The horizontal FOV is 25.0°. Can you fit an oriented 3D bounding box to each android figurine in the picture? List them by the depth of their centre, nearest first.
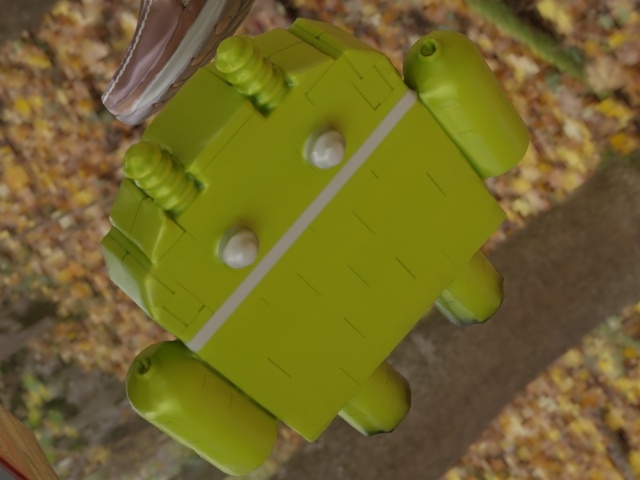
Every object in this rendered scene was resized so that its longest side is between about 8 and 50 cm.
[{"bbox_3d":[0.000,0.000,0.731,0.056,0.248,0.273,38,173,41],"label":"android figurine"}]

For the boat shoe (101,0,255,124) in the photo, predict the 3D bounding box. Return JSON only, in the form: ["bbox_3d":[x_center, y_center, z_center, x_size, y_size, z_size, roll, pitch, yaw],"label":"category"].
[{"bbox_3d":[-0.101,-0.249,1.220,0.116,0.324,0.123,34,-168,0],"label":"boat shoe"}]

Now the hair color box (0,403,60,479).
[{"bbox_3d":[-0.282,0.041,0.656,0.374,0.113,0.185,46,171,-24],"label":"hair color box"}]
